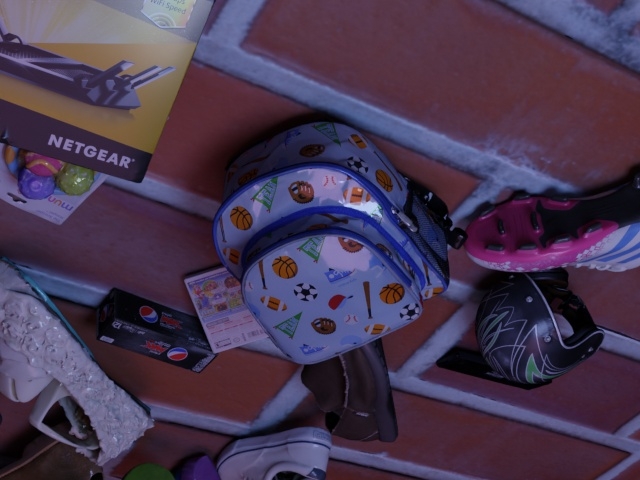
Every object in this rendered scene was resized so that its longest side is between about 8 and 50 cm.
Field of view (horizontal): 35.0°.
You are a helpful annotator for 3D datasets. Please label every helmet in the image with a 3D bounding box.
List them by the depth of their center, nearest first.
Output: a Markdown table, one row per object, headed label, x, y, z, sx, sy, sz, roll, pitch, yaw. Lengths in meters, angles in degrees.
| label | x | y | z | sx | sy | sz | roll | pitch | yaw |
| --- | --- | --- | --- | --- | --- | --- | --- | --- | --- |
| helmet | 0.298 | 0.122 | 1.435 | 0.161 | 0.169 | 0.169 | -5 | 140 | -29 |

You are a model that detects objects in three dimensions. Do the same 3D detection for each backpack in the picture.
| label | x | y | z | sx | sy | sz | roll | pitch | yaw |
| --- | --- | --- | --- | --- | --- | --- | --- | --- | --- |
| backpack | 0.000 | 0.000 | 1.220 | 0.276 | 0.213 | 0.263 | -29 | 114 | 19 |

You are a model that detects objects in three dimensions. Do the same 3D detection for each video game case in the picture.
| label | x | y | z | sx | sy | sz | roll | pitch | yaw |
| --- | --- | --- | --- | --- | --- | --- | --- | --- | --- |
| video game case | -0.126 | 0.091 | 1.401 | 0.087 | 0.011 | 0.122 | -17 | 113 | 3 |

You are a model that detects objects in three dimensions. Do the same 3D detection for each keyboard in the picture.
| label | x | y | z | sx | sy | sz | roll | pitch | yaw |
| --- | --- | --- | --- | --- | --- | --- | --- | --- | --- |
| keyboard | 0.287 | 0.195 | 1.616 | 0.192 | 0.038 | 0.100 | 16 | 155 | -26 |

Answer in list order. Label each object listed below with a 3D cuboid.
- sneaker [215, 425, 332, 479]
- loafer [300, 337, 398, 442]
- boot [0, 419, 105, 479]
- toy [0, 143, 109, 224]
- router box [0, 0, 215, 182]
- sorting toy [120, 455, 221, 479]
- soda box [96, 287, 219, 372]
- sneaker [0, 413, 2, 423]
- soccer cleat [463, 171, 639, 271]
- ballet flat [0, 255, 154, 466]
| label | x | y | z | sx | sy | sz | roll | pitch | yaw |
| --- | --- | --- | --- | --- | --- | --- | --- | --- | --- |
| sneaker | -0.088 | 0.374 | 1.662 | 0.094 | 0.091 | 0.258 | 31 | 140 | -30 |
| loafer | 0.035 | 0.200 | 1.493 | 0.130 | 0.134 | 0.366 | -11 | 137 | 2 |
| boot | -0.458 | 0.401 | 1.621 | 0.305 | 0.115 | 0.112 | -38 | 166 | 30 |
| toy | -0.300 | -0.094 | 1.179 | 0.137 | 0.056 | 0.237 | 29 | 125 | -32 |
| router box | -0.278 | -0.215 | 0.982 | 0.309 | 0.081 | 0.243 | 16 | 112 | -24 |
| sorting toy | -0.324 | 0.432 | 1.616 | 0.126 | 0.127 | 0.365 | -18 | 179 | 39 |
| soda box | -0.228 | 0.128 | 1.426 | 0.169 | 0.060 | 0.053 | 24 | 125 | -30 |
| sneaker | -0.659 | 0.279 | 1.470 | 0.384 | 0.145 | 0.147 | -23 | 103 | 1 |
| soccer cleat | 0.357 | 0.000 | 1.346 | 0.331 | 0.116 | 0.143 | -13 | 137 | 4 |
| ballet flat | -0.359 | 0.192 | 1.393 | 0.147 | 0.147 | 0.409 | -18 | 137 | 9 |
